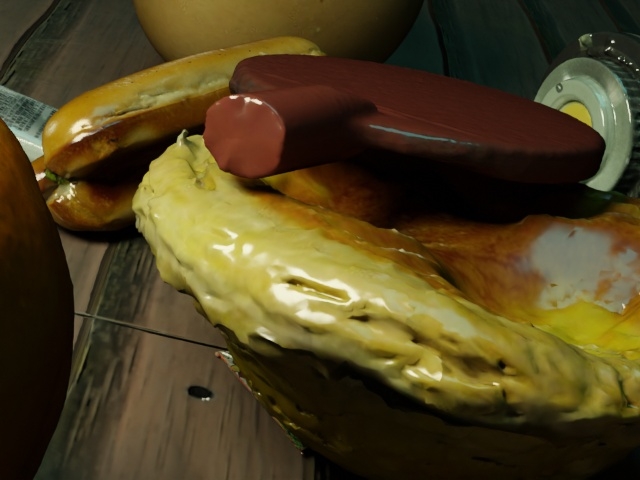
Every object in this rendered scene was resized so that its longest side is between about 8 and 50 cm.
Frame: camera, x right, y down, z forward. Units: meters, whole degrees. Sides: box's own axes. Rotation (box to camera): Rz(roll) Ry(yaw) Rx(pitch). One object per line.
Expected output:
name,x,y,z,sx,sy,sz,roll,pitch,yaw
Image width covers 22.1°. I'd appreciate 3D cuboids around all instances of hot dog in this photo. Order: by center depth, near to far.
hot dog,-0.123,-0.095,1.393,0.100,0.135,0.337,32,37,32

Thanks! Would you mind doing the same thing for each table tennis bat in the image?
table tennis bat,0.048,-0.087,1.136,0.268,0.051,0.414,19,15,23

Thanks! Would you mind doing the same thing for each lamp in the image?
lamp,0.355,-0.105,1.660,0.374,0.205,0.272,8,9,36

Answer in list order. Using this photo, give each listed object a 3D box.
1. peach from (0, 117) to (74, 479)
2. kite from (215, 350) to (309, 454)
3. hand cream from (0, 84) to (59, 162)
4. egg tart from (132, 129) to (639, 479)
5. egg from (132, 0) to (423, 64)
peach,-0.280,0.025,0.760,0.342,0.302,0.343,13,19,-5
kite,0.036,0.120,1.149,0.244,0.006,0.198,21,21,17
hand cream,-0.315,-0.112,1.458,0.340,0.078,0.124,21,20,-5
egg tart,0.077,0.050,1.096,0.443,0.178,0.443,12,18,-4
egg,-0.046,-0.296,1.757,0.301,0.301,0.374,26,27,28
